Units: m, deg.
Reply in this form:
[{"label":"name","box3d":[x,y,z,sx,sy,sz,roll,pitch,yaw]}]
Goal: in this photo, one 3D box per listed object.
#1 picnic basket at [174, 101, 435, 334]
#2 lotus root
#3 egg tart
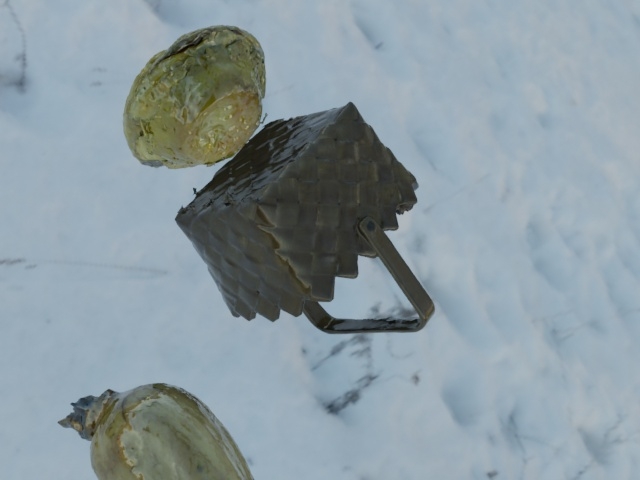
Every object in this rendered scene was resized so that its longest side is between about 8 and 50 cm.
[{"label":"picnic basket","box3d":[0.000,0.000,1.518,0.291,0.254,0.321,-48,113,-33]},{"label":"lotus root","box3d":[-0.160,0.245,1.186,0.257,0.140,0.154,42,-9,10]},{"label":"egg tart","box3d":[-0.187,-0.213,1.771,0.295,0.295,0.116,-4,44,-48]}]
